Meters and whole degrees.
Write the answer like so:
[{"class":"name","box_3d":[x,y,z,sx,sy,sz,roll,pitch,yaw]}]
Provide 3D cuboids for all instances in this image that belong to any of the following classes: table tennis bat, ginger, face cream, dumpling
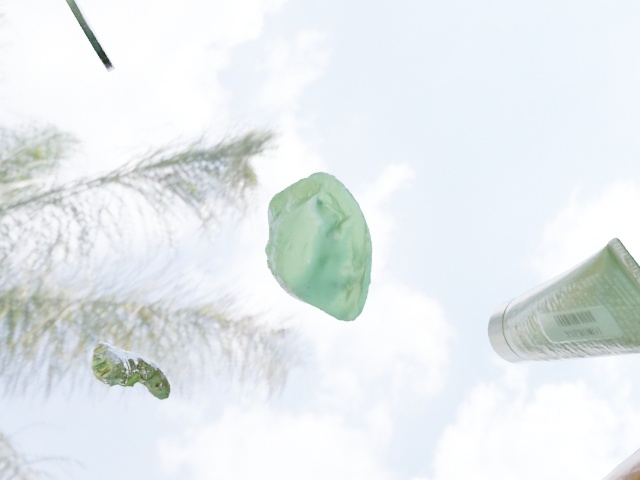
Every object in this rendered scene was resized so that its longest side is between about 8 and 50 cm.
[{"class":"table tennis bat","box_3d":[-0.118,-0.114,0.512,0.007,0.083,0.050,-30,-32,-3]},{"class":"ginger","box_3d":[-0.279,0.189,1.569,0.051,0.173,0.069,-46,-121,12]},{"class":"face cream","box_3d":[0.285,0.084,1.184,0.084,0.341,0.137,-36,-91,-17]},{"class":"dumpling","box_3d":[-0.012,0.008,1.368,0.219,0.108,0.153,45,-37,33]}]

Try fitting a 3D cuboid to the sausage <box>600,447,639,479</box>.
[{"class":"sausage","box_3d":[0.170,0.111,0.434,0.098,0.098,0.238,42,-58,-4]}]
